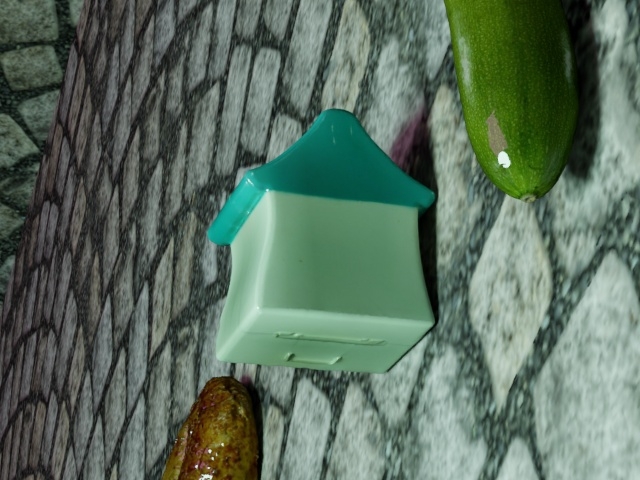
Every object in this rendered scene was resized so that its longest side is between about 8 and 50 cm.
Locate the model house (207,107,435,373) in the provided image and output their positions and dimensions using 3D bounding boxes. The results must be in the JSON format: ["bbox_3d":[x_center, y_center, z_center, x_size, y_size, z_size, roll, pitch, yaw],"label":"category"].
[{"bbox_3d":[0.000,0.000,1.171,0.100,0.127,0.149,131,141,-62],"label":"model house"}]

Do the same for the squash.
[{"bbox_3d":[0.100,-0.124,1.002,0.258,0.069,0.069,-97,22,-43],"label":"squash"}]

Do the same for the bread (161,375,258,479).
[{"bbox_3d":[-0.100,0.207,1.528,0.193,0.064,0.193,-169,90,-77],"label":"bread"}]
